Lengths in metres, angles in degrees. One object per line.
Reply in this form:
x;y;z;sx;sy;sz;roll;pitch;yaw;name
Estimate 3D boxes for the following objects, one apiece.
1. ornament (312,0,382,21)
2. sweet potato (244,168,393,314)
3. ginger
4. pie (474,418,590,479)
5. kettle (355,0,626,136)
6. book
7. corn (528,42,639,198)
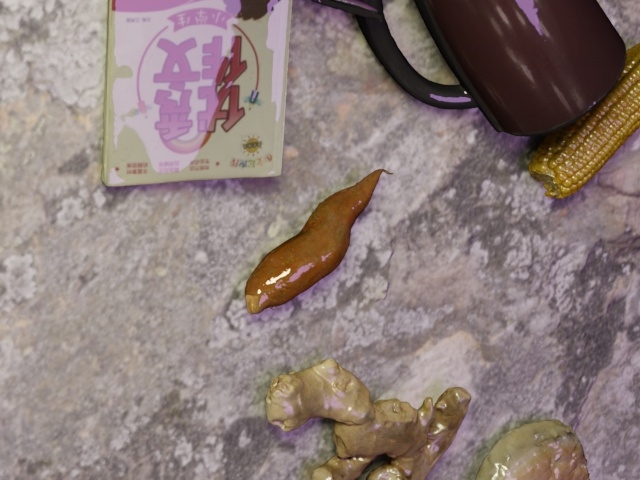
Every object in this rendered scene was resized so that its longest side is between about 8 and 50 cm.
0.027;-0.298;1.626;0.088;0.081;0.203;6;101;-41;ornament
0.000;0.000;1.736;0.195;0.056;0.056;-48;130;-20;sweet potato
0.036;0.195;1.834;0.259;0.065;0.149;14;99;-44;ginger
0.219;0.300;2.028;0.185;0.052;0.218;-30;126;-29;pie
0.145;-0.213;1.734;0.202;0.144;0.232;-32;123;12;kettle
-0.102;-0.161;1.587;0.162;0.022;0.232;-4;109;-22;book
0.288;-0.125;1.911;0.207;0.068;0.068;-45;129;-13;corn
